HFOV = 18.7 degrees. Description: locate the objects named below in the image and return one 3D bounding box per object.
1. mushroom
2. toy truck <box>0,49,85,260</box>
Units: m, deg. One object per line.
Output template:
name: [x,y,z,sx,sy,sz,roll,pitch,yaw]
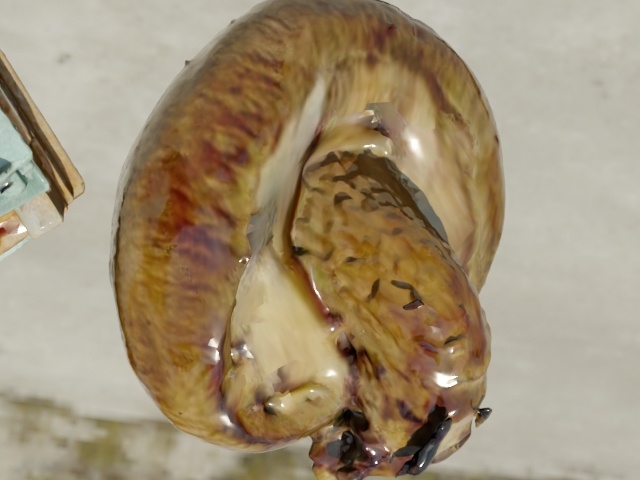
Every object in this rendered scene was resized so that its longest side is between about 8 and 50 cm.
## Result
mushroom: [-0.004,0.009,1.146,0.263,0.283,0.195,-15,171,-38]
toy truck: [-0.275,0.025,0.836,0.338,0.133,0.184,-31,-165,-1]
